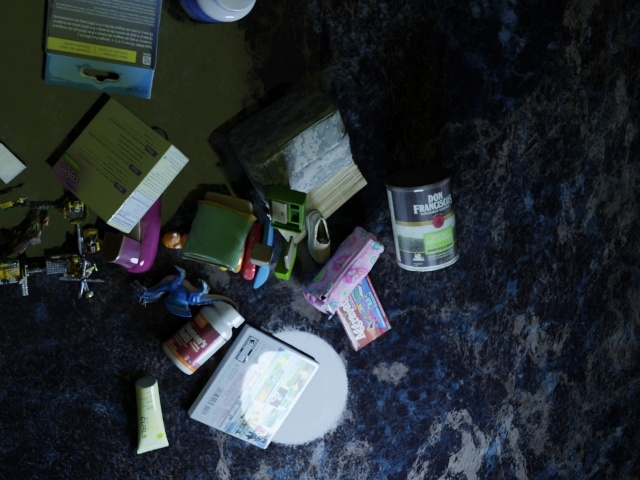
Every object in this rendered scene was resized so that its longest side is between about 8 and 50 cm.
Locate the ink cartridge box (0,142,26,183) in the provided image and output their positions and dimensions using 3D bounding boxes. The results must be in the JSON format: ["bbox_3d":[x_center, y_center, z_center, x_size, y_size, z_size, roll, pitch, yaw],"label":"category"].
[{"bbox_3d":[-0.777,-0.200,1.580,0.063,0.029,0.115,-43,117,-7],"label":"ink cartridge box"}]

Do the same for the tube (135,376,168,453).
[{"bbox_3d":[-0.498,0.514,1.915,0.070,0.062,0.240,8,112,15],"label":"tube"}]

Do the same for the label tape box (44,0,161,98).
[{"bbox_3d":[-0.515,-0.532,1.555,0.249,0.115,0.347,3,107,-25],"label":"label tape box"}]

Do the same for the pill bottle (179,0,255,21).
[{"bbox_3d":[-0.240,-0.600,1.568,0.152,0.272,0.152,-8,109,-23],"label":"pill bottle"}]

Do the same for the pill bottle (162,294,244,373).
[{"bbox_3d":[-0.333,0.267,1.877,0.221,0.121,0.121,-43,118,-7],"label":"pill bottle"}]

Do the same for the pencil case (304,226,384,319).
[{"bbox_3d":[0.070,0.095,1.995,0.284,0.124,0.124,-50,119,-14],"label":"pencil case"}]

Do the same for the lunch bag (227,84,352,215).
[{"bbox_3d":[-0.071,-0.233,1.798,0.305,0.212,0.256,-36,134,-8],"label":"lunch bag"}]

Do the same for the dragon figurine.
[{"bbox_3d":[-0.380,0.162,1.812,0.289,0.085,0.144,30,84,-7],"label":"dragon figurine"}]

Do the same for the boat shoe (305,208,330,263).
[{"bbox_3d":[0.000,0.000,1.964,0.068,0.072,0.190,-29,129,-18],"label":"boat shoe"}]

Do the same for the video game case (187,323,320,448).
[{"bbox_3d":[-0.202,0.460,2.048,0.300,0.036,0.329,34,89,-29],"label":"video game case"}]

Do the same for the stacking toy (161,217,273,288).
[{"bbox_3d":[-0.288,0.015,1.820,0.302,0.175,0.165,9,59,-10],"label":"stacking toy"}]

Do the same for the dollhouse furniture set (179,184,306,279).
[{"bbox_3d":[-0.205,-0.037,1.693,0.302,0.151,0.197,13,63,6],"label":"dollhouse furniture set"}]

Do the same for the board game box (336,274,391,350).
[{"bbox_3d":[0.120,0.211,2.126,0.145,0.027,0.281,-31,116,-12],"label":"board game box"}]

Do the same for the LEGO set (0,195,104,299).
[{"bbox_3d":[-0.696,0.017,1.590,0.331,0.192,0.255,2,105,-26],"label":"LEGO set"}]

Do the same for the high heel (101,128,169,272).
[{"bbox_3d":[-0.461,-0.101,1.746,0.377,0.127,0.181,-68,160,-4],"label":"high heel"}]

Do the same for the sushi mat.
[{"bbox_3d":[-0.007,-0.130,1.966,0.316,0.019,0.151,-41,117,-8],"label":"sushi mat"}]

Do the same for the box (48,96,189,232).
[{"bbox_3d":[-0.490,-0.182,1.606,0.213,0.117,0.243,37,86,15],"label":"box"}]

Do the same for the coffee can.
[{"bbox_3d":[0.318,-0.071,2.032,0.202,0.201,0.275,-19,113,-19],"label":"coffee can"}]
